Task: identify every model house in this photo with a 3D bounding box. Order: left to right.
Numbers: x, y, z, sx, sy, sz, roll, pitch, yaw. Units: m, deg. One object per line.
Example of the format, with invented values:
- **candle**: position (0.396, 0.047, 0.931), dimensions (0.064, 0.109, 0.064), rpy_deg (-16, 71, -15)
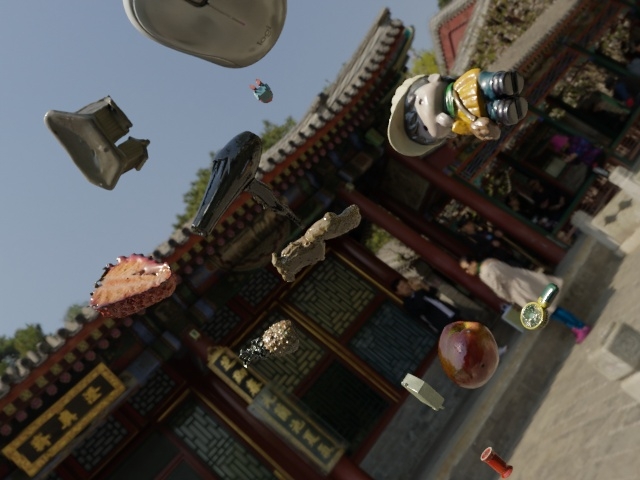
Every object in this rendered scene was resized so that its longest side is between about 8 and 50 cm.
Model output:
- **model house**: position (-0.535, -0.262, 1.325), dimensions (0.122, 0.229, 0.188), rpy_deg (-22, 23, 33)

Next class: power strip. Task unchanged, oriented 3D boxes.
- **power strip**: position (0.306, 0.444, 1.518), dimensions (0.042, 0.175, 0.075), rpy_deg (-54, 29, -14)

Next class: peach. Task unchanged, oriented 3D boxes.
- **peach**: position (0.511, 0.397, 1.818), dimensions (0.199, 0.244, 0.243), rpy_deg (-14, -16, 6)

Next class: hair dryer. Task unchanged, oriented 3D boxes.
- **hair dryer**: position (-0.165, -0.090, 1.436), dimensions (0.359, 0.120, 0.304), rpy_deg (37, -115, -39)

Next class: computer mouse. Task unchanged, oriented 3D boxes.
- **computer mouse**: position (-0.152, -0.353, 0.806), dimensions (0.184, 0.121, 0.297), rpy_deg (-50, -18, 16)

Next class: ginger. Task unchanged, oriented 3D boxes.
- **ginger**: position (-0.002, 0.002, 1.465), dimensions (0.290, 0.122, 0.084), rpy_deg (-39, 26, -1)

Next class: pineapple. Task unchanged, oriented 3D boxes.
- **pineapple**: position (-0.160, 0.319, 1.620), dimensions (0.197, 0.108, 0.108), rpy_deg (-25, -17, 2)

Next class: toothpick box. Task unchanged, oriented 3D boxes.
- **toothpick box**: position (0.505, 0.637, 1.513), dimensions (0.047, 0.083, 0.047), rpy_deg (-48, -7, -7)

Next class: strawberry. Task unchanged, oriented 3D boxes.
- **strawberry**: position (-0.602, 0.154, 1.758), dimensions (0.280, 0.253, 0.150), rpy_deg (-20, -54, -3)

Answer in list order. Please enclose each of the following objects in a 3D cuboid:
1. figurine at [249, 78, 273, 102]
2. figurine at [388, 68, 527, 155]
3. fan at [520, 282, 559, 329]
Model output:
- **figurine**: position (-0.222, -0.579, 2.080), dimensions (0.068, 0.075, 0.140), rpy_deg (-40, -8, 9)
- **figurine**: position (0.322, -0.317, 1.261), dimensions (0.204, 0.332, 0.185), rpy_deg (-36, -65, -50)
- **fan**: position (0.658, 0.197, 1.569), dimensions (0.039, 0.082, 0.155), rpy_deg (16, -68, -25)
